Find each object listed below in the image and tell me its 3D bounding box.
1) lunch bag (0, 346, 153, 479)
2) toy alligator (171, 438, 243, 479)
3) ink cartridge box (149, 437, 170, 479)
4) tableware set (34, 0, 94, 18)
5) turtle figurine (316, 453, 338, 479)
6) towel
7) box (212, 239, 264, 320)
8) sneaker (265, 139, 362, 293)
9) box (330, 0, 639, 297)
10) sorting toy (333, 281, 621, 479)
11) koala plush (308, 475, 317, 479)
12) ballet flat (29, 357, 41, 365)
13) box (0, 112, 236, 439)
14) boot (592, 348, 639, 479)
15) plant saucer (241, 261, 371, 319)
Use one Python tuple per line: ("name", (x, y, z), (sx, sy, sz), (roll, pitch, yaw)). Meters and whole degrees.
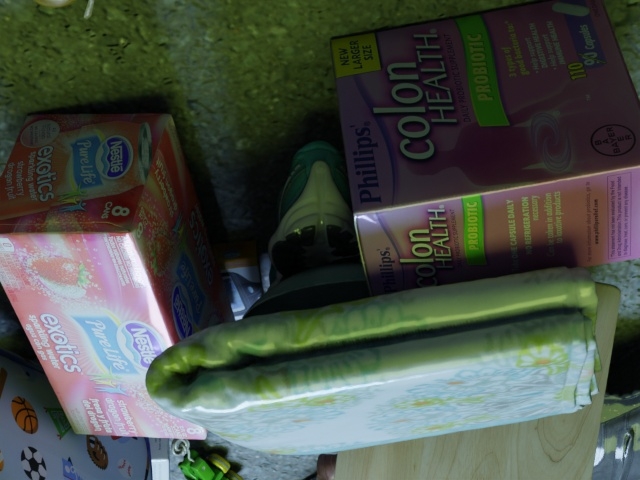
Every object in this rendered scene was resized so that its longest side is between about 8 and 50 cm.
("lunch bag", (-0.277, 0.236, 1.359), (0.115, 0.243, 0.303), (-26, 146, 19))
("toy alligator", (-0.145, 0.278, 1.646), (0.051, 0.056, 0.189), (17, 153, 38))
("ink cartridge box", (-0.270, 0.261, 1.586), (0.191, 0.082, 0.139), (-2, 138, -7))
("tableware set", (-0.240, -0.238, 1.087), (0.154, 0.024, 0.104), (13, 131, -18))
("turtle figurine", (0.108, 0.257, 1.578), (0.217, 0.269, 0.087), (-11, 98, 23))
("towel", (0.065, 0.114, 1.225), (0.374, 0.090, 0.320), (-10, 162, 7))
("box", (-0.099, 0.057, 1.424), (0.081, 0.028, 0.136), (-6, 136, 0))
("sneaker", (0.000, 0.000, 1.317), (0.107, 0.110, 0.275), (2, 156, -4))
("box", (0.142, -0.082, 1.162), (0.243, 0.213, 0.117), (-10, 138, 5))
("sorting toy", (0.160, 0.152, 1.423), (0.255, 0.257, 0.089), (9, -177, 6))
("koala plush", (0.007, 0.442, 1.715), (0.203, 0.221, 0.196), (-29, 134, 23))
("ballet flat", (-0.380, 0.182, 1.500), (0.079, 0.077, 0.221), (41, 123, -16))
("box", (-0.186, 0.040, 1.276), (0.142, 0.154, 0.300), (1, 137, 13))
("boot", (0.401, 0.229, 1.556), (0.338, 0.118, 0.222), (-14, 112, 18))
("plant saucer", (0.022, 0.057, 1.262), (0.195, 0.037, 0.195), (-3, 158, -1))
